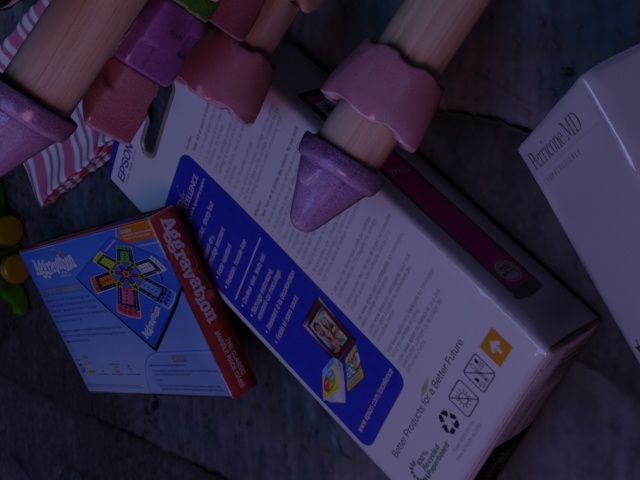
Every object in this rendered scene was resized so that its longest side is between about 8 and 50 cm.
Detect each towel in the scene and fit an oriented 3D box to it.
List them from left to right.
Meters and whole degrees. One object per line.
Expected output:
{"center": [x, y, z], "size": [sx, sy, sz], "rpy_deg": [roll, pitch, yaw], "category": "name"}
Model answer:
{"center": [-0.223, -0.123, 1.040], "size": [0.197, 0.029, 0.144], "rpy_deg": [-30, 83, 48], "category": "towel"}

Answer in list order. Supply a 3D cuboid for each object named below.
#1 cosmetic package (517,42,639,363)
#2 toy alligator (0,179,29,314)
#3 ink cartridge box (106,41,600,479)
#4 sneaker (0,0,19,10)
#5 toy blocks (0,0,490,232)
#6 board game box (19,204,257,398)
{"center": [0.194, 0.021, 0.594], "size": [0.231, 0.085, 0.117], "rpy_deg": [60, 169, 9], "category": "cosmetic package"}
{"center": [-0.316, -0.015, 1.162], "size": [0.056, 0.051, 0.189], "rpy_deg": [5, 109, 45], "category": "toy alligator"}
{"center": [0.000, 0.000, 0.832], "size": [0.371, 0.069, 0.175], "rpy_deg": [43, 133, 22], "category": "ink cartridge box"}
{"center": [-0.253, -0.294, 0.945], "size": [0.100, 0.108, 0.271], "rpy_deg": [43, 134, 23], "category": "sneaker"}
{"center": [-0.111, -0.142, 0.673], "size": [0.309, 0.288, 0.260], "rpy_deg": [36, 94, 30], "category": "toy blocks"}
{"center": [-0.155, 0.056, 0.993], "size": [0.281, 0.027, 0.145], "rpy_deg": [-9, 109, 58], "category": "board game box"}
